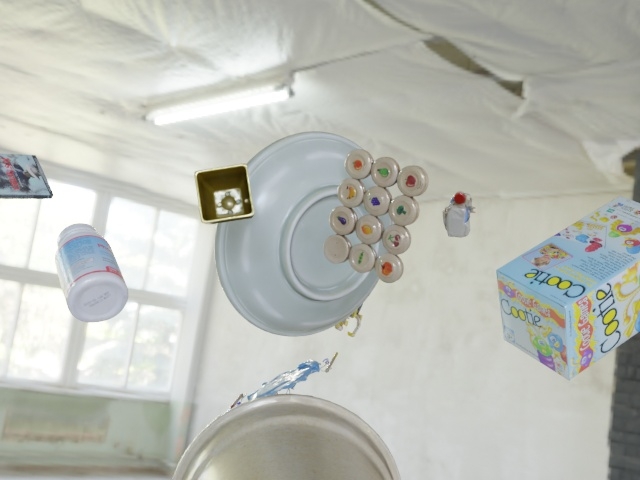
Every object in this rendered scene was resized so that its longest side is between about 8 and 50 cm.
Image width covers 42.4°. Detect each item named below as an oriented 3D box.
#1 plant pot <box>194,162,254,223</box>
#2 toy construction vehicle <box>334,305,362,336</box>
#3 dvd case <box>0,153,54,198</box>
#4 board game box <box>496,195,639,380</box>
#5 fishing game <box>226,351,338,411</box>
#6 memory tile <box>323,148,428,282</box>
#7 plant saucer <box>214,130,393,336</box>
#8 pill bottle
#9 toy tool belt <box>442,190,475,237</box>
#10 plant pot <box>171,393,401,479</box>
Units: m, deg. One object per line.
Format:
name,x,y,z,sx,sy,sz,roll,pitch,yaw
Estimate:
plant pot,-0.145,-0.065,1.269,0.081,0.081,0.083,-9,-7,-3
toy construction vehicle,0.068,0.160,1.838,0.035,0.098,0.086,9,-16,26
dvd case,-0.474,-0.098,1.248,0.119,0.087,0.013,-1,-39,-48
board game box,0.427,0.067,1.279,0.275,0.142,0.144,-27,34,-22
fishing game,-0.079,0.326,1.859,0.264,0.041,0.189,-25,3,9
memory tile,0.063,-0.030,0.994,0.113,0.147,0.012,22,17,28
plant saucer,0.000,0.000,1.545,0.401,0.400,0.101,15,4,-36
pill bottle,-0.345,0.043,1.225,0.087,0.087,0.160,15,26,-36
toy tool belt,0.227,-0.049,1.349,0.052,0.083,0.051,7,28,13
plant pot,-0.027,0.383,1.003,0.334,0.333,0.305,10,0,-8
